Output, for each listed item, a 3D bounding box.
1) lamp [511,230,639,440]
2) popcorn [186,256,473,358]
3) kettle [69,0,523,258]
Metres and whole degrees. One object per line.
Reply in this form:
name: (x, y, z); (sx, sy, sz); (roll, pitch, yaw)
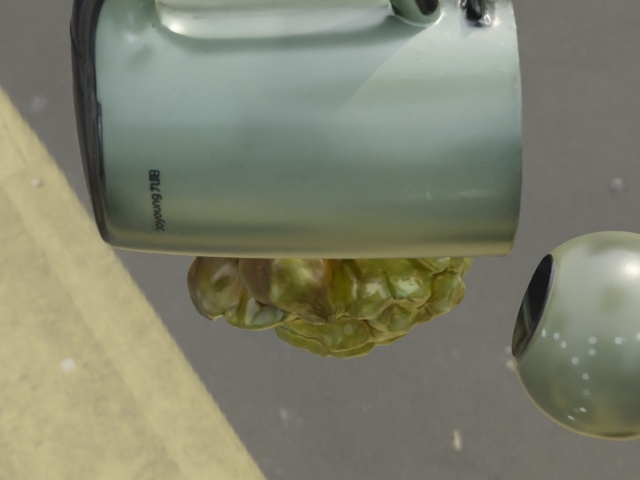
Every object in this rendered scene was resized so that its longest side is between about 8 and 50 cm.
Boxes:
lamp: (0.166, 0.056, 0.655); (0.163, 0.091, 0.091); (21, 48, -4)
popcorn: (0.000, 0.000, 1.271); (0.252, 0.237, 0.205); (-25, 83, 2)
kettle: (-0.015, -0.091, 0.882); (0.255, 0.240, 0.165); (0, 41, 1)
